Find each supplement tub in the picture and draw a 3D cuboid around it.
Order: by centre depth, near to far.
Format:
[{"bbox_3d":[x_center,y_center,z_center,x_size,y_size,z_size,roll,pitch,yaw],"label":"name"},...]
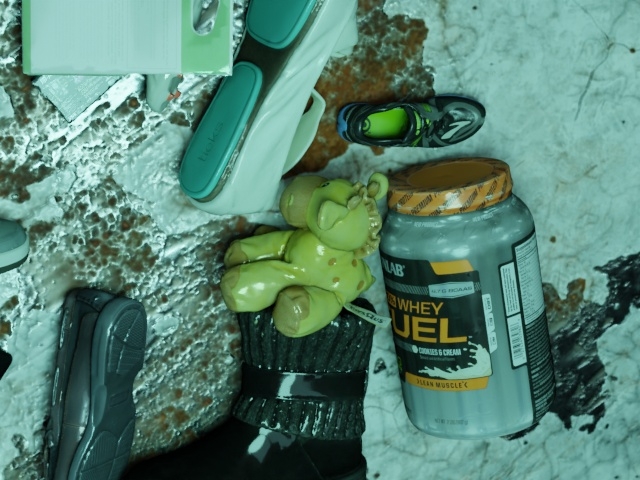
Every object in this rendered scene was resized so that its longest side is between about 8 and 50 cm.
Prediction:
[{"bbox_3d":[0.177,0.068,1.894,0.193,0.193,0.316,-14,106,-13],"label":"supplement tub"}]

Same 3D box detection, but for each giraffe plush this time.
[{"bbox_3d":[0.000,0.000,1.792,0.210,0.181,0.170,13,123,-2],"label":"giraffe plush"}]

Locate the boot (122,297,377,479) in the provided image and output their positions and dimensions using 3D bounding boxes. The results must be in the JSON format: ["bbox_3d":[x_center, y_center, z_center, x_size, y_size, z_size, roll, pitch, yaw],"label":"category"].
[{"bbox_3d":[-0.094,0.204,1.874,0.348,0.131,0.260,-11,114,-25],"label":"boot"}]

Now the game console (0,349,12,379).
[{"bbox_3d":[-0.446,0.159,1.822,0.107,0.071,0.122,33,92,8],"label":"game console"}]

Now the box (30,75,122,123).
[{"bbox_3d":[-0.282,-0.187,1.782,0.083,0.018,0.067,-43,111,-3],"label":"box"}]

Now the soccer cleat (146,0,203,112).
[{"bbox_3d":[-0.176,-0.247,1.781,0.076,0.068,0.196,18,103,5],"label":"soccer cleat"}]

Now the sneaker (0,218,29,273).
[{"bbox_3d":[-0.465,-0.059,1.703,0.295,0.124,0.178,3,116,-17],"label":"sneaker"}]

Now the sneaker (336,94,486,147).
[{"bbox_3d":[0.116,-0.139,1.884,0.188,0.078,0.067,-4,105,-17],"label":"sneaker"}]

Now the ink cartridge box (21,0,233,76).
[{"bbox_3d":[-0.216,-0.270,1.731,0.235,0.056,0.171,0,98,-6],"label":"ink cartridge box"}]

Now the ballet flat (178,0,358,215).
[{"bbox_3d":[-0.035,-0.208,1.809,0.139,0.139,0.400,22,100,-21],"label":"ballet flat"}]

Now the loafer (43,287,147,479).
[{"bbox_3d":[-0.282,0.202,1.853,0.109,0.095,0.302,-8,113,-59],"label":"loafer"}]
